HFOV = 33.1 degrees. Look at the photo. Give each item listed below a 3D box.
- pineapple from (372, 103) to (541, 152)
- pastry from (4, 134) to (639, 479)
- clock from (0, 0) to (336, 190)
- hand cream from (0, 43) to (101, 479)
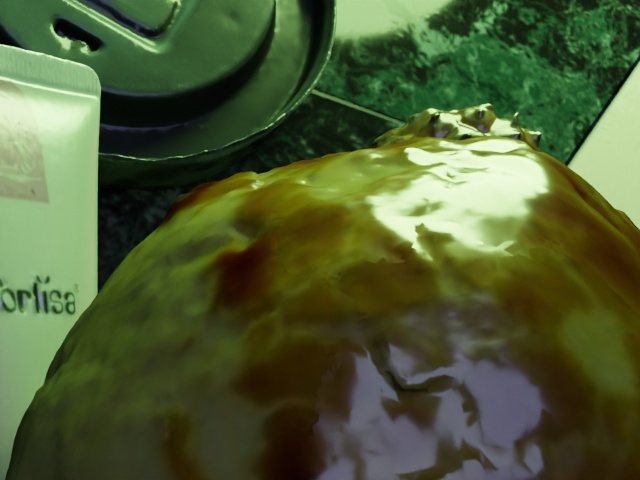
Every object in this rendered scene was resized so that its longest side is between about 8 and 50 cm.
[{"bbox_3d":[0.092,0.007,0.754,0.166,0.166,0.193,12,67,-18],"label":"pineapple"},{"bbox_3d":[0.051,0.123,0.513,0.388,0.312,0.389,20,47,-23],"label":"pastry"},{"bbox_3d":[-0.147,-0.192,0.784,0.325,0.067,0.325,8,67,-20],"label":"clock"},{"bbox_3d":[-0.185,0.059,0.599,0.185,0.118,0.359,6,79,-52],"label":"hand cream"}]
